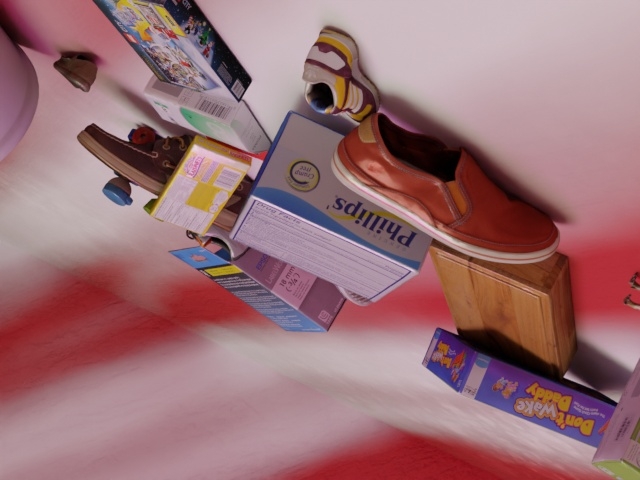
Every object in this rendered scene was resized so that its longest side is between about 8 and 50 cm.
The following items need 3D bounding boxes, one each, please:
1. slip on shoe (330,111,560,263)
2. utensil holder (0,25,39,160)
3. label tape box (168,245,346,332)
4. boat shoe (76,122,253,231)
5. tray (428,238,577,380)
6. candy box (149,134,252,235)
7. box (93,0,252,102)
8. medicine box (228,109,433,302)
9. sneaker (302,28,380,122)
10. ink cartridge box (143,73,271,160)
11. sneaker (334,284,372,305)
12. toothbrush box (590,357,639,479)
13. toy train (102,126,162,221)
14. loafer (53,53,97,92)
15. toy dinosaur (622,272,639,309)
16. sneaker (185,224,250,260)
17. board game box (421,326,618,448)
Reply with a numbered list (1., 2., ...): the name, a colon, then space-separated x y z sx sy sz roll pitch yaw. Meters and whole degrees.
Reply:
1. slip on shoe: 0.178 -0.067 1.590 0.331 0.123 0.101 26 128 -11
2. utensil holder: -0.696 -0.314 2.000 0.328 0.327 0.385 24 162 21
3. label tape box: -0.135 0.068 2.596 0.334 0.106 0.241 36 163 -18
4. boat shoe: -0.266 -0.136 2.155 0.342 0.123 0.123 29 178 -20
5. tray: 0.302 0.099 1.954 0.203 0.076 0.411 24 165 22
6. candy box: -0.206 -0.091 2.062 0.105 0.027 0.206 23 135 -17
7. box: -0.214 -0.291 1.705 0.159 0.044 0.233 20 162 32
8. medicine box: 0.022 -0.042 1.824 0.263 0.149 0.289 24 164 -5
9. sneaker: 0.018 -0.187 1.533 0.070 0.084 0.185 22 162 28
10. ink cartridge box: -0.169 -0.177 1.977 0.181 0.056 0.224 22 161 27
11. sneaker: 0.000 -0.001 2.163 0.161 0.102 0.282 18 150 48
12. toothbrush box: 0.601 0.326 1.876 0.283 0.206 0.122 32 164 -4
13. toy train: -0.275 -0.095 2.258 0.248 0.143 0.105 28 165 7
14. loafer: -0.415 -0.292 2.073 0.056 0.050 0.148 45 175 -35
15. toy dinosaur: 0.464 0.088 1.654 0.093 0.053 0.183 28 165 1
16. sneaker: -0.250 -0.056 2.412 0.271 0.108 0.100 30 167 6
17. board game box: 0.375 0.269 2.130 0.347 0.078 0.233 22 -178 -12
